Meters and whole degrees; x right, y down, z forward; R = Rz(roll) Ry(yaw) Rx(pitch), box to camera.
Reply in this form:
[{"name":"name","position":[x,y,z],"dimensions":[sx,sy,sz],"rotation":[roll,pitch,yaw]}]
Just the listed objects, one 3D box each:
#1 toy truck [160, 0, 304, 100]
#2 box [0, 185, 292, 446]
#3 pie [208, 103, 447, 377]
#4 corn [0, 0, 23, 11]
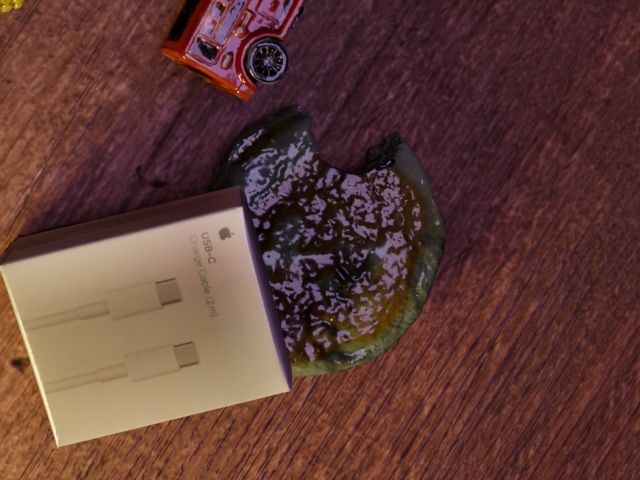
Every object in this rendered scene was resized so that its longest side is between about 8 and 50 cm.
[{"name":"toy truck","position":[-0.057,-0.274,1.292],"dimensions":[0.114,0.107,0.252],"rotation":[27,91,-23]},{"name":"box","position":[-0.173,0.075,1.289],"dimensions":[0.252,0.106,0.203],"rotation":[-13,105,-1]},{"name":"pie","position":[-0.002,0.008,1.393],"dimensions":[0.303,0.067,0.302],"rotation":[-4,102,-17]},{"name":"corn","position":[-0.416,-0.280,1.161],"dimensions":[0.305,0.106,0.106],"rotation":[12,96,-27]}]
